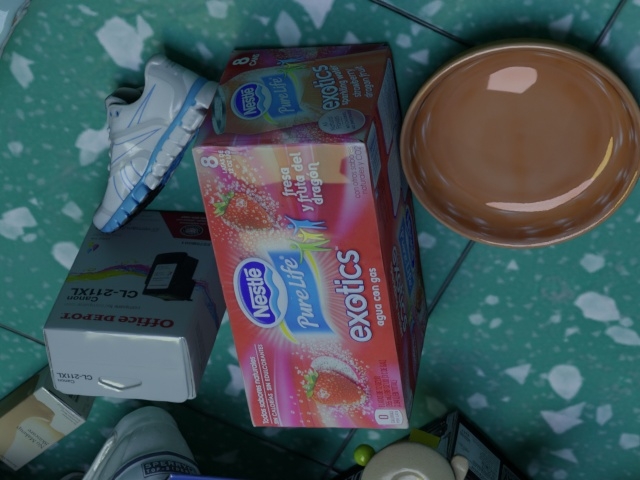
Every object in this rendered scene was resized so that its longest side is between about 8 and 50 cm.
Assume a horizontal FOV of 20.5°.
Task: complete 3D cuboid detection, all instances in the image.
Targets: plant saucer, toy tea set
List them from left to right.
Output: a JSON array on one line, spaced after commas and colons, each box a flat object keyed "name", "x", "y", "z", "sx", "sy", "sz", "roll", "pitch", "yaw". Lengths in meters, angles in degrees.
[{"name": "toy tea set", "x": 0.163, "y": 0.302, "z": 1.626, "sx": 0.336, "sy": 0.124, "sz": 0.200, "roll": 23, "pitch": 99, "yaw": -2}, {"name": "plant saucer", "x": 0.165, "y": -0.083, "z": 1.448, "sx": 0.200, "sy": 0.037, "sz": 0.200, "roll": 2, "pitch": 127, "yaw": 3}]

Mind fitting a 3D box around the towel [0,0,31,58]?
[{"name": "towel", "x": -0.444, "y": -0.167, "z": 1.493, "sx": 0.320, "sy": 0.090, "sz": 0.374, "roll": 29, "pitch": 127, "yaw": -11}]

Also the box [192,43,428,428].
[{"name": "box", "x": 0.000, "y": 0.000, "z": 1.484, "sx": 0.142, "sy": 0.154, "sz": 0.300, "roll": 0, "pitch": 128, "yaw": 13}]

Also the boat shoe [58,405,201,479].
[{"name": "boat shoe", "x": -0.223, "y": 0.302, "z": 1.767, "sx": 0.136, "sy": 0.156, "sz": 0.367, "roll": 7, "pitch": 129, "yaw": -23}]

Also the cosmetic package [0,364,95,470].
[{"name": "cosmetic package", "x": -0.282, "y": 0.174, "z": 1.744, "sx": 0.060, "sy": 0.041, "sz": 0.115, "roll": 40, "pitch": 124, "yaw": -19}]

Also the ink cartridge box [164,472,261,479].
[{"name": "ink cartridge box", "x": -0.123, "y": 0.343, "z": 1.684, "sx": 0.186, "sy": 0.065, "sz": 0.311, "roll": 12, "pitch": 127, "yaw": -30}]

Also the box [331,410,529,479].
[{"name": "box", "x": 0.140, "y": 0.332, "z": 1.750, "sx": 0.242, "sy": 0.076, "sz": 0.307, "roll": -33, "pitch": 114, "yaw": 31}]

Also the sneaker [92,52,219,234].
[{"name": "sneaker", "x": -0.157, "y": -0.086, "z": 1.514, "sx": 0.083, "sy": 0.071, "sz": 0.190, "roll": 37, "pitch": 123, "yaw": 0}]

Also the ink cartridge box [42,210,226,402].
[{"name": "ink cartridge box", "x": -0.153, "y": 0.053, "z": 1.540, "sx": 0.127, "sy": 0.175, "sz": 0.072, "roll": 3, "pitch": 127, "yaw": 10}]
